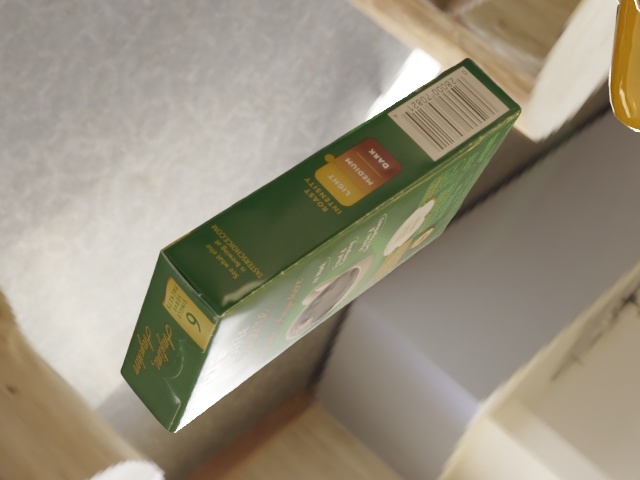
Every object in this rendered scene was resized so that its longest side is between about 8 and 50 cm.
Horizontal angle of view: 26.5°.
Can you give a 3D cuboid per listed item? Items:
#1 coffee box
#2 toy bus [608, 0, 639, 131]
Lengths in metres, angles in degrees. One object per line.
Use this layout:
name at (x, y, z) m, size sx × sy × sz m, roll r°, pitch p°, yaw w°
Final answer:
coffee box at (0.000, 0.000, 0.595) m, size 0.184 × 0.040 × 0.113 m, roll -35°, pitch 165°, yaw -30°
toy bus at (0.131, -0.153, 0.285) m, size 0.130 × 0.108 × 0.332 m, roll -72°, pitch 166°, yaw -51°
